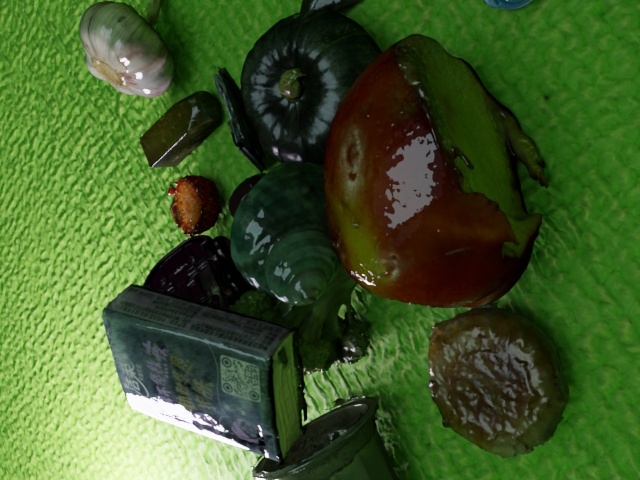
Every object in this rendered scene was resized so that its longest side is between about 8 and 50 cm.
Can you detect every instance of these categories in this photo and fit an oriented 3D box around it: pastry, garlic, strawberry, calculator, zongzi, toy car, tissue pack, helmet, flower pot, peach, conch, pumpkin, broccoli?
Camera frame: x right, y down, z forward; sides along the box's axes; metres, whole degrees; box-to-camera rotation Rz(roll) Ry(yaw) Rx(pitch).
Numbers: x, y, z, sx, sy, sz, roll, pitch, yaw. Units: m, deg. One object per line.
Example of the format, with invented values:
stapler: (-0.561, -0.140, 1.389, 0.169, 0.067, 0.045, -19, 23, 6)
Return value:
pastry: (0.302, 0.233, 1.302, 0.235, 0.120, 0.257, -8, 90, 36)
garlic: (-0.417, -0.468, 1.743, 0.245, 0.245, 0.253, 14, 66, 37)
strawberry: (-0.280, -0.080, 1.741, 0.145, 0.086, 0.145, 2, 93, 40)
calculator: (-0.154, -0.233, 1.521, 0.028, 0.274, 0.166, -18, 83, 3)
zongzi: (0.015, -0.433, 1.465, 0.119, 0.055, 0.109, 30, 118, 20)
toy car: (-0.228, 0.167, 1.663, 0.271, 0.240, 0.341, -37, 46, 9)
tissue pack: (-0.209, 0.236, 1.380, 0.361, 0.122, 0.259, 12, 125, 26)
helmet: (-0.151, -0.087, 1.646, 0.098, 0.070, 0.123, 52, 126, 21)
flower pot: (0.042, 0.474, 1.475, 0.290, 0.290, 0.259, -28, 90, 39)
peach: (0.168, -0.105, 1.200, 0.353, 0.339, 0.417, 12, 105, 23)
conch: (-0.049, 0.002, 1.314, 0.220, 0.195, 0.277, -21, 48, 10)
pumpkin: (-0.013, -0.268, 1.413, 0.300, 0.207, 0.300, 6, 103, 29)
broccoli: (-0.001, 0.167, 1.452, 0.302, 0.186, 0.254, -20, 126, 7)

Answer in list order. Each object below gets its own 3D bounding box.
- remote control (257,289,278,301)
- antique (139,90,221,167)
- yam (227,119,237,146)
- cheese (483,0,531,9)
remote control: (0.001, 0.001, 1.490, 0.050, 0.145, 0.344, 51, 126, 26)
antique: (-0.315, -0.255, 1.745, 0.221, 0.080, 0.081, -35, 74, 38)
yam: (-0.179, -0.229, 1.632, 0.027, 0.129, 0.033, -19, 85, -5)
cheese: (0.349, -0.463, 1.195, 0.256, 0.037, 0.106, -44, 71, 34)
